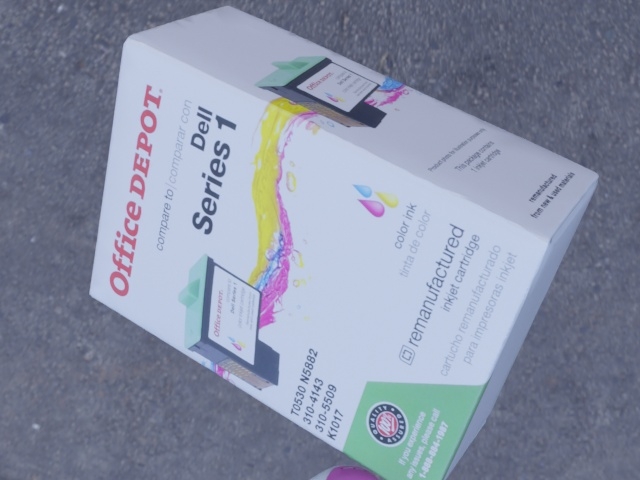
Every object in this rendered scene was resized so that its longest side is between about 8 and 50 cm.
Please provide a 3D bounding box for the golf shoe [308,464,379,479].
[{"bbox_3d":[-0.056,0.289,0.755,0.115,0.140,0.306,28,104,-24],"label":"golf shoe"}]

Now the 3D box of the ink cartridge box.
[{"bbox_3d":[0.000,0.000,0.590,0.278,0.117,0.201,28,123,18],"label":"ink cartridge box"}]
